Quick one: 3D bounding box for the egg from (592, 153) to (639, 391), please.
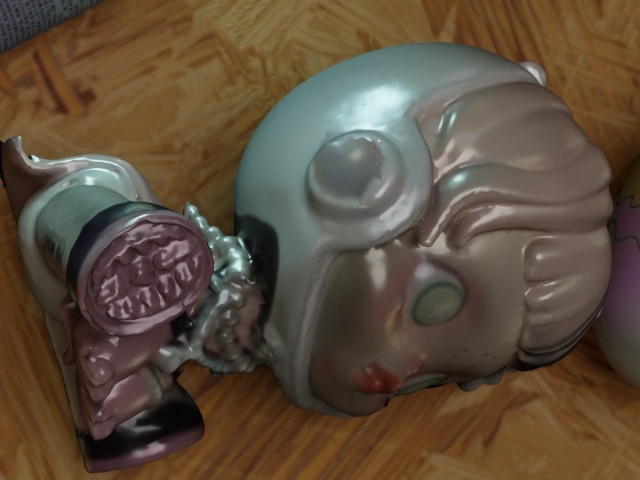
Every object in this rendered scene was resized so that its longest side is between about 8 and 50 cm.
[{"bbox_3d":[0.290,-0.012,1.254,0.271,0.196,0.196,-32,97,-11],"label":"egg"}]

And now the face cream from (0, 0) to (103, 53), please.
[{"bbox_3d":[-0.175,-0.167,1.168,0.229,0.075,0.075,-30,96,-19],"label":"face cream"}]

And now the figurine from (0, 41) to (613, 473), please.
[{"bbox_3d":[0.001,-0.003,1.134,0.361,0.253,0.211,-10,73,-11],"label":"figurine"}]
